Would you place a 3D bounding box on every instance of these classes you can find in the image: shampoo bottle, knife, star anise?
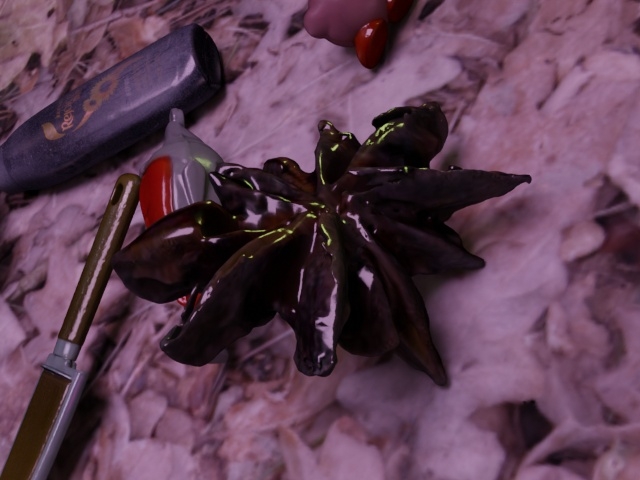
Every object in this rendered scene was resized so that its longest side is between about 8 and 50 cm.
[{"bbox_3d":[-0.193,-0.109,1.181,0.233,0.049,0.087,-26,47,21],"label":"shampoo bottle"},{"bbox_3d":[-0.202,0.107,1.026,0.061,0.027,0.343,11,78,53],"label":"knife"},{"bbox_3d":[0.002,0.003,0.880,0.212,0.129,0.283,25,44,25],"label":"star anise"}]

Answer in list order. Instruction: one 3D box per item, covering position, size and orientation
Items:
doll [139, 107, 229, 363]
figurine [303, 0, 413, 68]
[{"bbox_3d":[-0.098,-0.014,1.018,0.075,0.102,0.227,-1,51,-16],"label":"doll"},{"bbox_3d":[0.027,-0.188,1.057,0.071,0.067,0.083,26,62,24],"label":"figurine"}]
